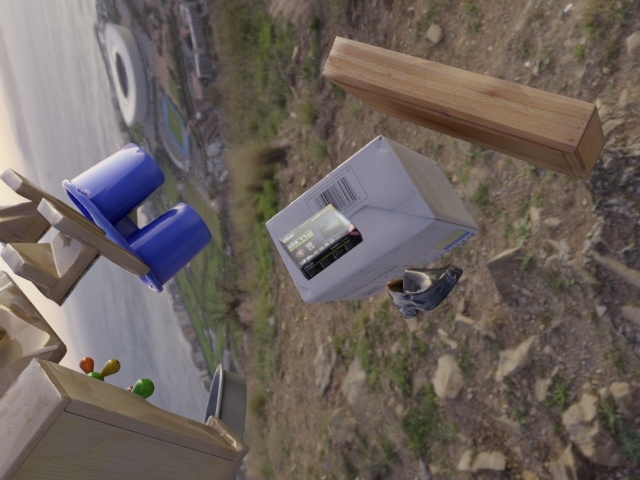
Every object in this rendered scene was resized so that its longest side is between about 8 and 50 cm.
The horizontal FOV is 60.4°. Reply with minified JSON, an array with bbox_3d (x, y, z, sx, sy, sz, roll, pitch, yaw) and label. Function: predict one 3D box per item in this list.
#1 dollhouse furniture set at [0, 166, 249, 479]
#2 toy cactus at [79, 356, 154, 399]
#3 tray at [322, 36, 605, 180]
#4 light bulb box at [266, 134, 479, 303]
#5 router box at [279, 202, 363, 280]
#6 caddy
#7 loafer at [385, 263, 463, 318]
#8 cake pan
[{"bbox_3d":[-0.315,0.174,0.639,0.394,0.362,0.256,27,167,41],"label":"dollhouse furniture set"},{"bbox_3d":[-0.342,0.267,0.772,0.112,0.219,0.180,26,127,34],"label":"toy cactus"},{"bbox_3d":[0.223,-0.210,0.880,0.411,0.203,0.076,26,99,30],"label":"tray"},{"bbox_3d":[0.137,-0.032,1.324,0.358,0.361,0.225,-35,71,24],"label":"light bulb box"},{"bbox_3d":[0.000,0.000,0.963,0.092,0.123,0.038,48,172,47],"label":"router box"},{"bbox_3d":[-0.342,-0.024,0.983,0.241,0.179,0.341,53,162,-12],"label":"caddy"},{"bbox_3d":[0.144,0.067,0.799,0.061,0.062,0.170,43,150,1],"label":"loafer"},{"bbox_3d":[-0.189,0.380,1.024,0.293,0.054,0.292,-168,90,-78],"label":"cake pan"}]
